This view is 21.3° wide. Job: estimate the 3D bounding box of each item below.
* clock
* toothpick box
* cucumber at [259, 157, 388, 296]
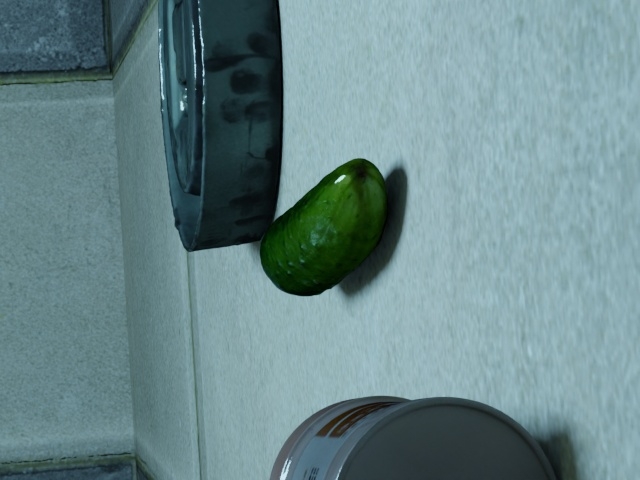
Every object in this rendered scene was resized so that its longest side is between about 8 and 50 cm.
[{"bbox_3d":[-0.089,-0.150,1.405,0.319,0.066,0.319,176,90,-79],"label":"clock"},{"bbox_3d":[0.036,0.117,0.744,0.149,0.098,0.098,156,111,-77],"label":"toothpick box"},{"bbox_3d":[0.000,0.000,1.024,0.250,0.056,0.056,138,128,-74],"label":"cucumber"}]
